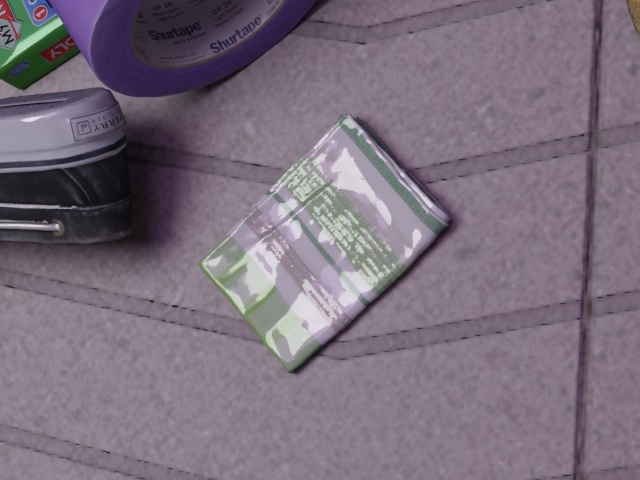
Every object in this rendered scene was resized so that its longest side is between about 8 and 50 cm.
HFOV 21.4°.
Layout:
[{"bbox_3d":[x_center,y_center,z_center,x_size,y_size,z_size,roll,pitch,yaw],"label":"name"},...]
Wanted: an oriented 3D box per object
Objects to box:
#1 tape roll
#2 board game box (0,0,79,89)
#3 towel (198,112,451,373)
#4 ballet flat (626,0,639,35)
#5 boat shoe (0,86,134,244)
[{"bbox_3d":[-0.088,-0.187,1.135,0.189,0.189,0.080,-37,66,9],"label":"tape roll"},{"bbox_3d":[-0.211,-0.301,1.289,0.213,0.046,0.317,-32,68,12],"label":"board game box"},{"bbox_3d":[0.000,0.000,1.146,0.152,0.023,0.113,-44,65,6],"label":"towel"},{"bbox_3d":[0.271,-0.287,1.063,0.123,0.123,0.349,21,86,24],"label":"ballet flat"},{"bbox_3d":[-0.279,-0.033,1.208,0.335,0.121,0.119,-2,104,34],"label":"boat shoe"}]
